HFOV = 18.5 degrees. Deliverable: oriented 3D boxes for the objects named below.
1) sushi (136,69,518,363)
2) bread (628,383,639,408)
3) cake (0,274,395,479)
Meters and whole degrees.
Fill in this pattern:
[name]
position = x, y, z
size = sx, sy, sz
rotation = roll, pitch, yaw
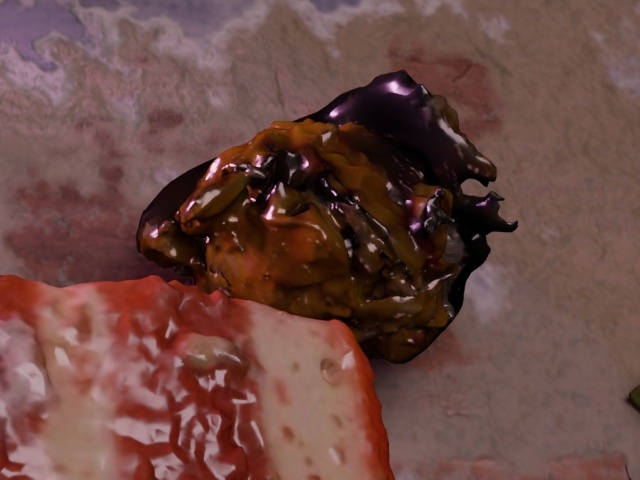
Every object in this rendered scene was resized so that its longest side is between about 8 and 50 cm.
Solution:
[sushi]
position = 0.002, -0.004, 1.360
size = 0.213, 0.200, 0.204
rotation = 42, 57, 5
[bread]
position = 0.313, 0.092, 1.505
size = 0.084, 0.074, 0.139
rotation = 42, 55, 2
[cake]
position = -0.124, 0.187, 1.148
size = 0.320, 0.270, 0.269
rotation = 2, 60, -23
